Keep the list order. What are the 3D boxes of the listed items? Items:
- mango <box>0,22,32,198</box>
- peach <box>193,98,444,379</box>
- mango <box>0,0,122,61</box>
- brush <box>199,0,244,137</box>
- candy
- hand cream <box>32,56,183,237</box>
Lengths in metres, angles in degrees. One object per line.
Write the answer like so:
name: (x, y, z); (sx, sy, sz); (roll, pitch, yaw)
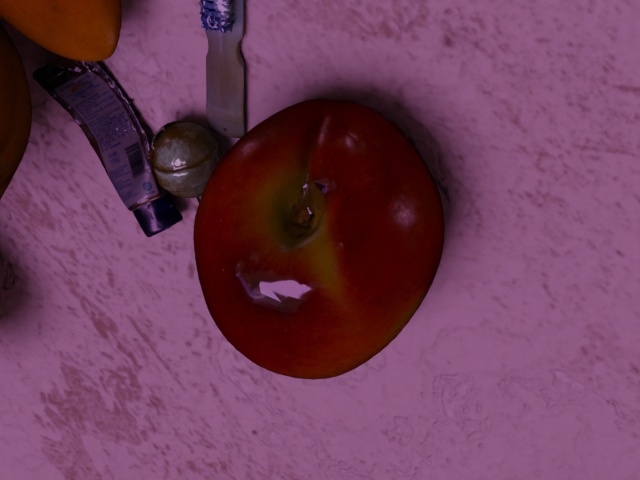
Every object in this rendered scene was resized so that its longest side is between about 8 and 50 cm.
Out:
mango: (-0.398, -0.101, 1.353); (0.378, 0.221, 0.264); (13, 100, 27)
peach: (0.000, 0.000, 1.306); (0.190, 0.226, 0.196); (-19, 78, 3)
mango: (-0.224, -0.219, 1.283); (0.141, 0.102, 0.217); (-25, 106, 45)
brush: (-0.073, -0.148, 1.302); (0.033, 0.030, 0.178); (9, 127, 11)
candy: (-0.085, -0.009, 1.404); (0.061, 0.061, 0.202); (3, 133, 27)
hand cream: (-0.165, -0.078, 1.402); (0.062, 0.039, 0.163); (-21, 105, 40)
